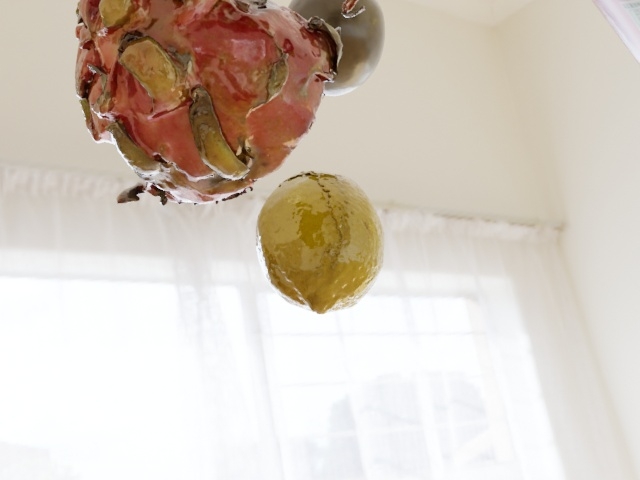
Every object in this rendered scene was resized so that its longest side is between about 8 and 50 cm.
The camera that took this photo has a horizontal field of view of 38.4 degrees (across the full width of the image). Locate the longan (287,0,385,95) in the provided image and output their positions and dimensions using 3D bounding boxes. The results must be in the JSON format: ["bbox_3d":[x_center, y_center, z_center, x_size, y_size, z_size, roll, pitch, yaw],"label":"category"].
[{"bbox_3d":[0.023,-0.375,1.660,0.197,0.220,0.196,8,-12,2],"label":"longan"}]

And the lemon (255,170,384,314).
[{"bbox_3d":[0.000,0.000,1.432,0.204,0.260,0.204,-4,-35,-3],"label":"lemon"}]

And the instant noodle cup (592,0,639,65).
[{"bbox_3d":[0.185,-0.198,0.419,0.255,0.244,0.244,41,-39,-16],"label":"instant noodle cup"}]

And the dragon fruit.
[{"bbox_3d":[-0.170,-0.210,1.095,0.296,0.314,0.263,15,-22,44],"label":"dragon fruit"}]

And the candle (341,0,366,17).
[{"bbox_3d":[0.072,-0.391,1.315,0.053,0.048,0.162,-37,-21,-58],"label":"candle"}]
